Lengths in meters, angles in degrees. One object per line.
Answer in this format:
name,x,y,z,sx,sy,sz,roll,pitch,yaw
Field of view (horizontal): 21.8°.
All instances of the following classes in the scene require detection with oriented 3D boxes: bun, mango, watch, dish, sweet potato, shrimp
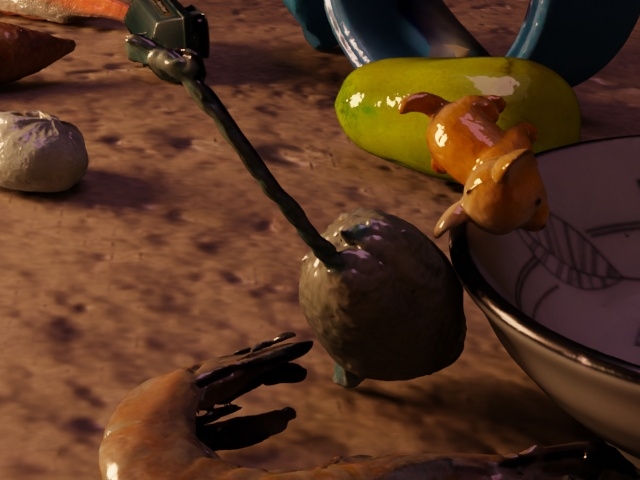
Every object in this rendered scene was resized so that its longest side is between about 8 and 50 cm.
bun,-0.181,-0.058,1.032,0.083,0.045,0.083,9,17,-3
mango,0.096,-0.086,1.119,0.163,0.089,0.117,17,23,30
watch,0.091,-0.211,1.301,0.241,0.305,0.274,-18,61,-42
dish,0.212,0.045,0.766,0.316,0.106,0.316,1,21,0
sweet potato,-0.276,-0.133,1.199,0.218,0.051,0.065,-6,21,-28
shrimp,0.017,0.090,0.689,0.219,0.046,0.152,0,24,-14

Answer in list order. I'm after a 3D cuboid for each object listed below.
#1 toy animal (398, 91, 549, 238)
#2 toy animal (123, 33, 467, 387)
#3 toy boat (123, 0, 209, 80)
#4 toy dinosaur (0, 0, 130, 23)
toy animal,0.069,-0.035,0.753,0.081,0.060,0.083,39,24,-7
toy animal,0.003,0.003,0.725,0.079,0.070,0.253,-1,-28,30
toy boat,-0.127,-0.170,1.334,0.060,0.055,0.141,-9,23,-15
toy dinosaur,-0.258,-0.224,1.443,0.279,0.055,0.101,14,44,15
